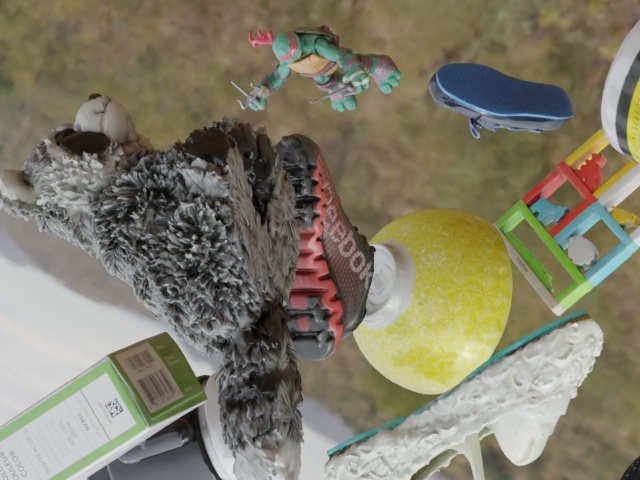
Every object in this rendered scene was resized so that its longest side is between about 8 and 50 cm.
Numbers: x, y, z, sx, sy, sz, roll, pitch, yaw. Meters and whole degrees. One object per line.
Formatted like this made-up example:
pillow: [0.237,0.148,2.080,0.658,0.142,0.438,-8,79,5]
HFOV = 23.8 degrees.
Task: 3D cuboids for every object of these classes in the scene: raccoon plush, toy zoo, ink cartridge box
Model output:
raccoon plush: [-0.195,0.053,1.620,0.299,0.446,0.216,-10,158,19]
toy zoo: [0.414,-0.048,2.285,0.030,0.293,0.192,35,-164,-50]
ink cartridge box: [-0.195,0.151,1.100,0.062,0.209,0.109,58,-163,5]

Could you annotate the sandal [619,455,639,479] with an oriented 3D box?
sandal: [0.298,0.416,1.412,0.107,0.446,0.167,29,171,-32]

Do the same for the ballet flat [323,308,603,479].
ballet flat: [0.188,0.230,1.824,0.147,0.409,0.147,41,-150,-30]

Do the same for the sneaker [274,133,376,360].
sneaker: [0.000,0.000,1.847,0.097,0.276,0.135,2,-164,40]

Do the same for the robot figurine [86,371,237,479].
robot figurine: [-0.185,0.276,2.064,0.209,0.278,0.174,-78,-34,-60]

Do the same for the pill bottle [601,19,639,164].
pill bottle: [0.463,-0.106,1.525,0.334,0.188,0.188,35,-178,38]

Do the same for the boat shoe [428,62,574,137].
boat shoe: [0.272,-0.199,2.337,0.258,0.109,0.089,14,146,-26]

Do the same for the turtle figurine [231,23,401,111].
turtle figurine: [-0.004,-0.228,2.020,0.175,0.118,0.234,-1,176,36]

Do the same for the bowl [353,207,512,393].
bowl: [0.129,0.075,2.266,0.156,0.289,0.289,17,-178,-38]
